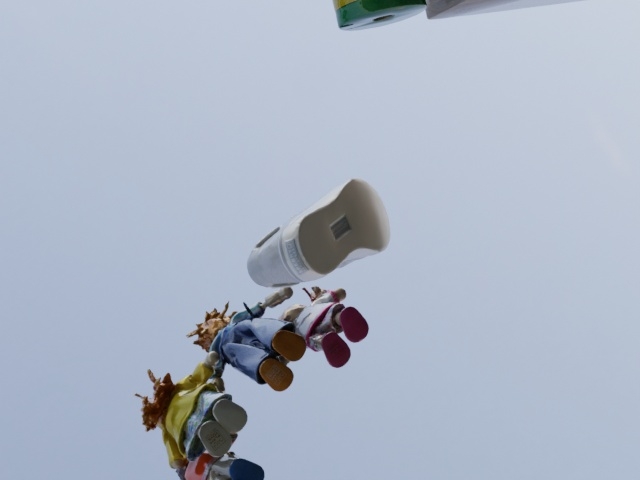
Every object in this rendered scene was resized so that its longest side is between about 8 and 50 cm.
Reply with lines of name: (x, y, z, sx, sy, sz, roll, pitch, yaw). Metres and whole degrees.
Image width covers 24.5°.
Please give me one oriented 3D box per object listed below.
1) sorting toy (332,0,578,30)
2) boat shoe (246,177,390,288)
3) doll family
sorting toy: (0.145, -0.159, 0.754, 0.275, 0.132, 0.046, -11, -92, -29)
boat shoe: (0.000, 0.000, 1.164, 0.066, 0.063, 0.184, 66, -153, -10)
doll family: (-0.083, 0.122, 1.360, 0.118, 0.163, 0.263, 42, -105, -21)
